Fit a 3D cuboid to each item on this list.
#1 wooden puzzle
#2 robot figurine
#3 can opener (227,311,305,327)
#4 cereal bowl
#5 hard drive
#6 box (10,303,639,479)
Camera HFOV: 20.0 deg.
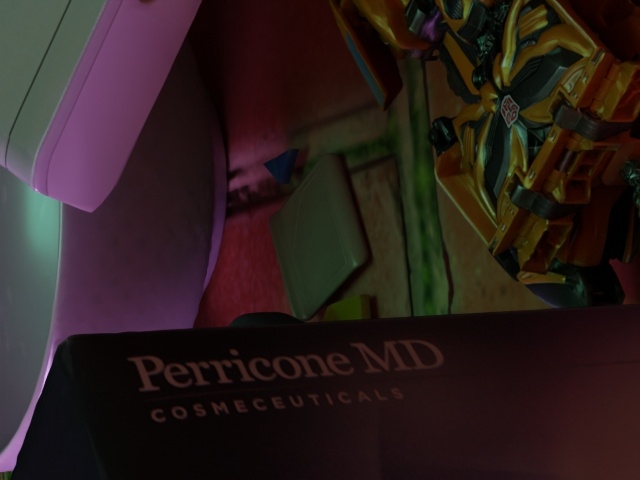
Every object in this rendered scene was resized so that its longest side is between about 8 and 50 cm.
[{"bbox_3d":[0.000,0.000,0.965,0.078,0.014,0.116,-37,60,52],"label":"wooden puzzle"},{"bbox_3d":[0.073,-0.109,0.743,0.291,0.085,0.211,64,145,38],"label":"robot figurine"},{"bbox_3d":[0.020,0.100,0.841,0.283,0.095,0.076,22,110,53],"label":"can opener"},{"bbox_3d":[-0.153,-0.030,1.108,0.339,0.141,0.339,-4,85,61],"label":"cereal bowl"},{"bbox_3d":[-0.151,-0.175,0.933,0.353,0.047,0.233,32,99,55],"label":"hard drive"},{"bbox_3d":[0.077,0.179,0.525,0.294,0.296,0.182,65,144,37],"label":"box"}]
